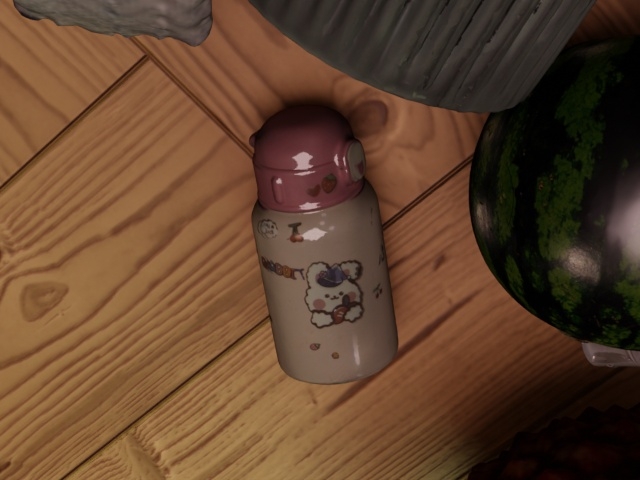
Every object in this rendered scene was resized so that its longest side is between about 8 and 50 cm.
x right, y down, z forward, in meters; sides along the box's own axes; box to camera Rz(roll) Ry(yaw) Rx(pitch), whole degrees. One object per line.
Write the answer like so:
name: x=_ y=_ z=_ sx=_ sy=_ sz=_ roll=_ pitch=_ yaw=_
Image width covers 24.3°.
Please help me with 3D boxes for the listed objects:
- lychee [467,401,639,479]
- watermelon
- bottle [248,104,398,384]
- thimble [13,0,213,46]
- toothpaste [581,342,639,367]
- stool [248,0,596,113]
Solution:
lychee: x=0.252 y=0.349 z=1.258 sx=0.424 sy=0.424 sz=0.500 roll=46 pitch=145 yaw=-18
watermelon: x=0.251 y=-0.036 z=1.146 sx=0.269 sy=0.269 sz=0.268 roll=1 pitch=117 yaw=3
bottle: x=0.000 y=0.000 z=1.254 sx=0.110 sy=0.110 sz=0.233 roll=-5 pitch=117 yaw=6
thimble: x=-0.138 y=-0.264 z=1.066 sx=0.157 sy=0.217 sz=0.245 roll=11 pitch=131 yaw=-2
toothpaste: x=0.367 y=0.072 z=1.212 sx=0.323 sy=0.066 sz=0.100 roll=-4 pitch=93 yaw=40
stool: x=0.107 y=-0.287 z=1.005 sx=0.297 sy=0.297 sz=0.330 roll=24 pitch=121 yaw=-9
